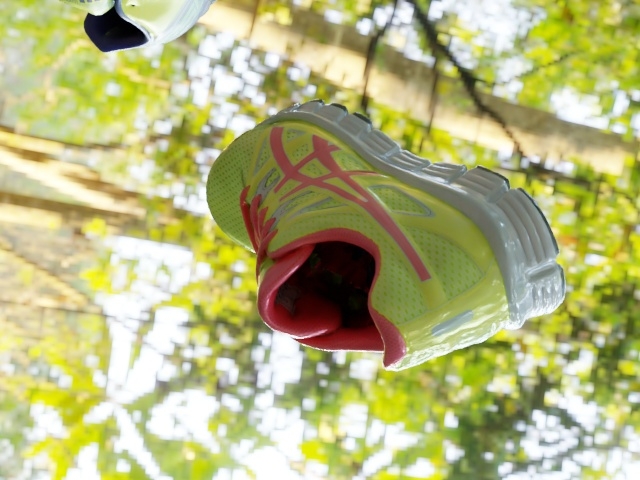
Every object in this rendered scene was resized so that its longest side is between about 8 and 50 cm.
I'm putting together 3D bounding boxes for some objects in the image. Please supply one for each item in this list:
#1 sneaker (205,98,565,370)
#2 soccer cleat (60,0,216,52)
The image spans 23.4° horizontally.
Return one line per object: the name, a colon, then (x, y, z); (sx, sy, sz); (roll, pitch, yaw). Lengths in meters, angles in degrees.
sneaker: (0.000, 0.000, 0.649); (0.208, 0.094, 0.081); (17, -47, 53)
soccer cleat: (-0.129, -0.204, 1.070); (0.093, 0.121, 0.289); (55, -10, 10)
